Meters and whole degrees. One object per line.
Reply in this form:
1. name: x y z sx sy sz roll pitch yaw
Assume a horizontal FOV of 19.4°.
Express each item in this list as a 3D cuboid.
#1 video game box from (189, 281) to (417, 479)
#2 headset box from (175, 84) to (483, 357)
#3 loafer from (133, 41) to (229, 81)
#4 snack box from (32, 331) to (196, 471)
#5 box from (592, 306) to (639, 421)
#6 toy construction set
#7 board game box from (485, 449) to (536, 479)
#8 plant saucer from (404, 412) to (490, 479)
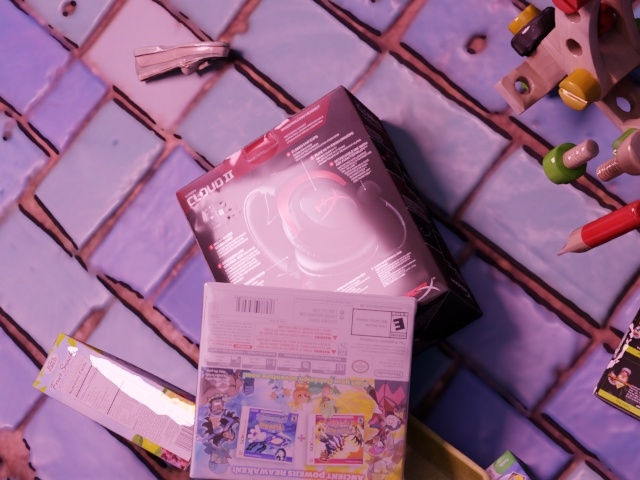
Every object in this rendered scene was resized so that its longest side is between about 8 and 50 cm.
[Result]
1. video game box: -0.016 0.139 1.781 0.205 0.048 0.187 5 87 -6
2. headset box: 0.000 0.000 1.934 0.218 0.110 0.293 -33 64 12
3. loafer: -0.155 -0.202 2.114 0.125 0.045 0.039 -1 90 31
4. snack box: -0.163 0.180 1.916 0.207 0.174 0.070 23 84 28
5. box: 0.382 0.111 1.761 0.191 0.045 0.184 27 89 28
6. toy construction set: 0.275 -0.124 1.812 0.237 0.257 0.308 -33 31 61
7. board game box: 0.145 0.314 1.787 0.201 0.035 0.136 -44 42 6
8. plant saucer: 0.065 0.270 1.828 0.188 0.045 0.188 -52 41 -3
